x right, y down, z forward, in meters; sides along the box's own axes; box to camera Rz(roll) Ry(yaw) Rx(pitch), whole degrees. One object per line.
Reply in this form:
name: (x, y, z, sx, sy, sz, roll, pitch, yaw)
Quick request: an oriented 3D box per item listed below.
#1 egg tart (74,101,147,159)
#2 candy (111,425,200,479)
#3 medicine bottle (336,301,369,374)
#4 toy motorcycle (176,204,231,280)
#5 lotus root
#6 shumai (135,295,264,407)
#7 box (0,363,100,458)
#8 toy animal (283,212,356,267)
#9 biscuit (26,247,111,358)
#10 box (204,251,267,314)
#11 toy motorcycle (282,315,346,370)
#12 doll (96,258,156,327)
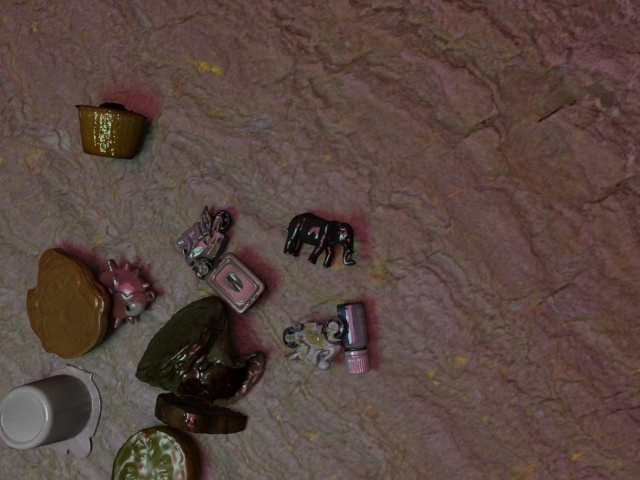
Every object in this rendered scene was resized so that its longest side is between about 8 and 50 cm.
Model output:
egg tart: (-0.656, -0.346, 1.729, 0.215, 0.215, 0.171, 10, 97, 10)
candy: (-0.484, 0.679, 1.636, 0.259, 0.118, 0.260, -1, 82, 7)
medicine bottle: (0.097, 0.280, 1.595, 0.083, 0.083, 0.203, -8, 82, 9)
toy motorcycle: (-0.368, 0.002, 1.708, 0.152, 0.073, 0.225, 17, 88, 13)
lotus root: (-0.365, 0.510, 1.614, 0.260, 0.170, 0.074, 13, 83, 15)
shumai: (-0.341, 0.366, 1.621, 0.330, 0.292, 0.288, -36, 116, 11)
box: (-0.825, 0.539, 1.660, 0.262, 0.206, 0.291, -26, 78, 6)
toy animal: (0.000, 0.000, 1.624, 0.245, 0.114, 0.146, 20, 88, 11)
biscuit: (-0.799, 0.202, 1.721, 0.312, 0.057, 0.351, -47, 71, 18)
box: (-0.245, 0.129, 1.663, 0.172, 0.093, 0.124, 43, 93, 11)
toy motorcycle: (-0.016, 0.303, 1.598, 0.228, 0.074, 0.151, -18, 78, 29)
doll: (-0.635, 0.163, 1.724, 0.262, 0.093, 0.211, 12, 95, 9)
